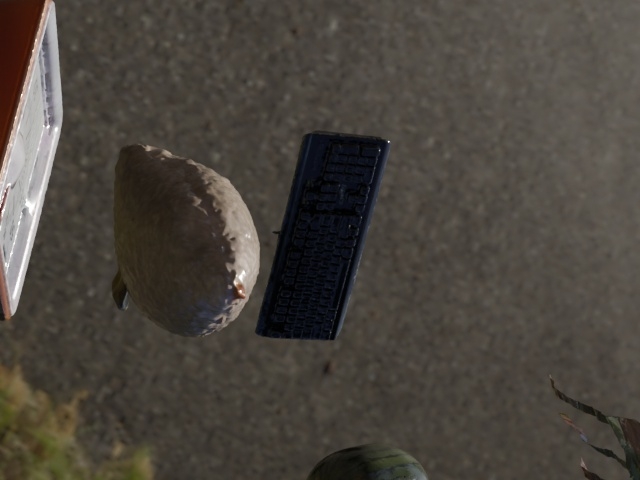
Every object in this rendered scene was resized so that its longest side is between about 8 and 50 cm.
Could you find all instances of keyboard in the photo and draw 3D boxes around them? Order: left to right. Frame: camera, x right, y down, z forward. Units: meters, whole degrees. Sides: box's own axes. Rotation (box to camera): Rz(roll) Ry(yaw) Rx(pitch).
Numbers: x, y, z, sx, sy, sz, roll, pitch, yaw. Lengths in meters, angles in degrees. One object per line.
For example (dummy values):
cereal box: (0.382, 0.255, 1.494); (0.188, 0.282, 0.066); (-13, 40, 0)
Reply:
keyboard: (0.000, 0.000, 1.547); (0.093, 0.025, 0.230); (4, 121, -17)

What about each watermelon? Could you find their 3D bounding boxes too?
watermelon: (0.031, 0.181, 1.139); (0.110, 0.078, 0.078); (-2, 111, -52)

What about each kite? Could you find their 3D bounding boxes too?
kite: (0.328, 0.242, 1.667); (0.022, 0.360, 0.204); (-30, 106, -10)

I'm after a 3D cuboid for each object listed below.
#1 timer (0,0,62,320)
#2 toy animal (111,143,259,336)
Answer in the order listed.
timer: (-0.334, -0.076, 1.604); (0.257, 0.161, 0.250); (104, -20, -63)
toy animal: (-0.182, 0.016, 2.223); (0.188, 0.358, 0.227); (-8, 119, -20)
